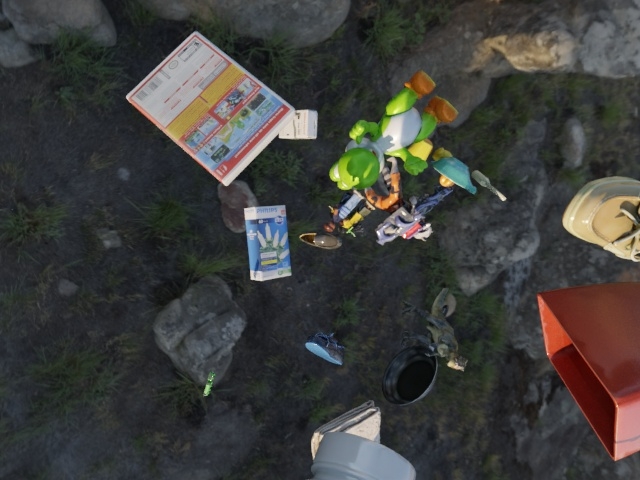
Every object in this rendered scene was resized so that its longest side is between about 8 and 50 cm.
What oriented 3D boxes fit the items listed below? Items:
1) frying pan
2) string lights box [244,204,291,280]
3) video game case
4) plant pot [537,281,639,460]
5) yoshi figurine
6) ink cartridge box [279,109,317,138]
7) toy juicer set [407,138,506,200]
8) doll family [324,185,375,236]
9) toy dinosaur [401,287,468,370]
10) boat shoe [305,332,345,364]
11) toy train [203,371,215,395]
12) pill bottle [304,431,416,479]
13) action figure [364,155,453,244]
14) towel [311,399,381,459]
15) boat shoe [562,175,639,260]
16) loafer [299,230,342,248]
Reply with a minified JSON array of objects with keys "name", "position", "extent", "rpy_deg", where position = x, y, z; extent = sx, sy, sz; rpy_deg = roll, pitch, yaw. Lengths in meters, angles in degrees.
[{"name":"frying pan","position":[0.288,0.352,1.240],"extent":[0.053,0.197,0.326],"rpy_deg":[45,49,-19]},{"name":"string lights box","position":[-0.190,0.006,1.484],"extent":[0.134,0.077,0.259],"rpy_deg":[-8,95,-40]},{"name":"video game case","position":[-0.221,-0.271,0.822],"extent":[0.285,0.025,0.204],"rpy_deg":[41,82,11]},{"name":"plant pot","position":[0.636,0.235,0.835],"extent":[0.236,0.267,0.267],"rpy_deg":[-23,127,11]},{"name":"yoshi figurine","position":[0.174,-0.254,1.075],"extent":[0.362,0.203,0.203],"rpy_deg":[-42,158,18]},{"name":"ink cartridge box","position":[-0.083,-0.422,1.491],"extent":[0.056,0.135,0.099],"rpy_deg":[-11,106,-53]},{"name":"toy juicer set","position":[0.421,-0.223,1.324],"extent":[0.329,0.209,0.089],"rpy_deg":[32,113,-2]},{"name":"doll family","position":[0.065,-0.063,0.980],"extent":[0.111,0.076,0.193],"rpy_deg":[-43,150,10]},{"name":"toy dinosaur","position":[0.234,0.184,0.875],"extent":[0.118,0.268,0.063],"rpy_deg":[6,120,4]},{"name":"boat shoe","position":[0.018,0.408,1.601],"extent":[0.258,0.109,0.088],"rpy_deg":[54,50,-54]},{"name":"toy train","position":[-0.351,0.452,1.289],"extent":[0.017,0.023,0.083],"rpy_deg":[20,100,3]},{"name":"pill bottle","position":[0.020,0.546,0.665],"extent":[0.224,0.224,0.392],"rpy_deg":[53,45,-27]},{"name":"action figure","position":[0.323,-0.154,1.511],"extent":[0.330,0.341,0.178],"rpy_deg":[57,32,-3]},{"name":"towel","position":[0.072,0.547,1.036],"extent":[0.187,0.049,0.281],"rpy_deg":[-18,120,-24]},{"name":"boat shoe","position":[0.477,-0.019,0.584],"extent":[0.286,0.089,0.104],"rpy_deg":[8,116,-19]},{"name":"loafer","position":[0.000,0.000,1.416],"extent":[0.061,0.170,0.062],"rpy_deg":[-4,95,-45]}]
